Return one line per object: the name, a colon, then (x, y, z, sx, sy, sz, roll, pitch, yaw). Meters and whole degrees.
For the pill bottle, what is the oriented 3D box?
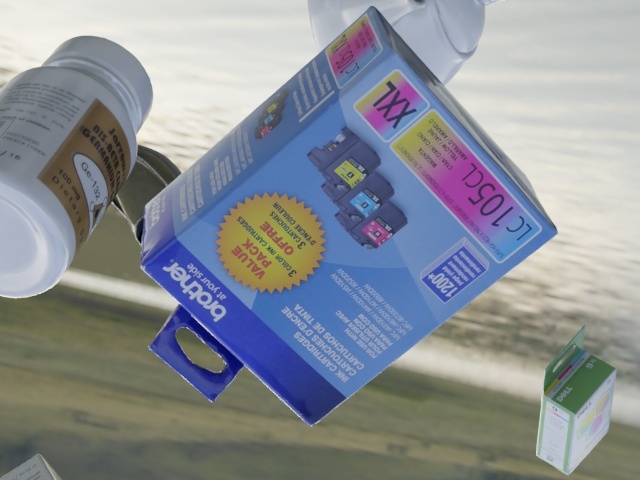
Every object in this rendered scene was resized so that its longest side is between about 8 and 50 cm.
pill bottle: (-0.228, -0.071, 1.133, 0.131, 0.229, 0.131, 10, 131, 12)

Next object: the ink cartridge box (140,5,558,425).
ink cartridge box: (0.000, 0.000, 1.390, 0.270, 0.395, 0.151, 45, -164, -22)

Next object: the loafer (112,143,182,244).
loafer: (-0.215, -0.045, 1.791, 0.251, 0.094, 0.087, 38, -158, 23)

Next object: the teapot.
teapot: (0.114, -0.278, 1.586, 0.187, 0.256, 0.252, -8, 141, 26)

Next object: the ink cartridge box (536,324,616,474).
ink cartridge box: (0.374, 0.235, 1.966, 0.062, 0.109, 0.209, 30, 145, 30)

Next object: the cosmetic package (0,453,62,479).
cosmetic package: (-0.292, 0.427, 1.617, 0.309, 0.113, 0.160, 51, 168, 32)
